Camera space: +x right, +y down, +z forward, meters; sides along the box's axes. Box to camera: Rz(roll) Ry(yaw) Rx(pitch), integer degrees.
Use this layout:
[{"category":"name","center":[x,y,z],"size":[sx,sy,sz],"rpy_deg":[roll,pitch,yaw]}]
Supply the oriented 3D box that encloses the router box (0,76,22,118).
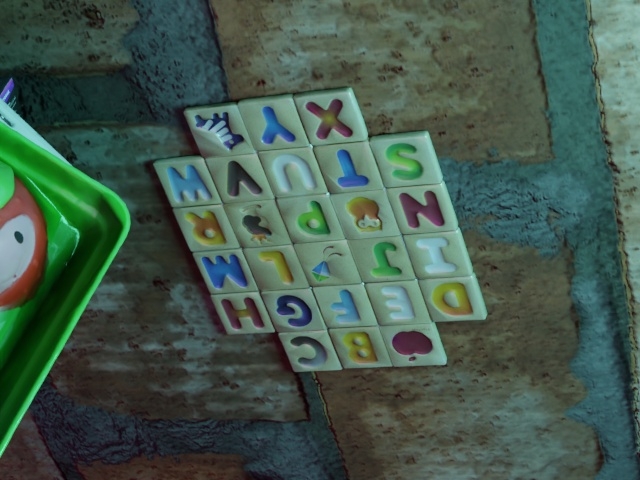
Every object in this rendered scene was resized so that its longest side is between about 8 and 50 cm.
[{"category":"router box","center":[-0.379,-0.103,1.715],"size":[0.179,0.046,0.133],"rpy_deg":[5,131,15]}]

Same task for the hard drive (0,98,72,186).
[{"category":"hard drive","center":[-0.406,-0.055,1.706],"size":[0.307,0.040,0.203],"rpy_deg":[-29,116,36]}]

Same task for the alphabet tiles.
[{"category":"alphabet tiles","center":[0.000,0.000,1.699],"size":[0.285,0.011,0.342],"rpy_deg":[-5,128,22]}]

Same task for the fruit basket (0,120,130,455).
[{"category":"fruit basket","center":[-0.340,0.025,1.477],"size":[0.283,0.392,0.392],"rpy_deg":[33,132,-11]}]
